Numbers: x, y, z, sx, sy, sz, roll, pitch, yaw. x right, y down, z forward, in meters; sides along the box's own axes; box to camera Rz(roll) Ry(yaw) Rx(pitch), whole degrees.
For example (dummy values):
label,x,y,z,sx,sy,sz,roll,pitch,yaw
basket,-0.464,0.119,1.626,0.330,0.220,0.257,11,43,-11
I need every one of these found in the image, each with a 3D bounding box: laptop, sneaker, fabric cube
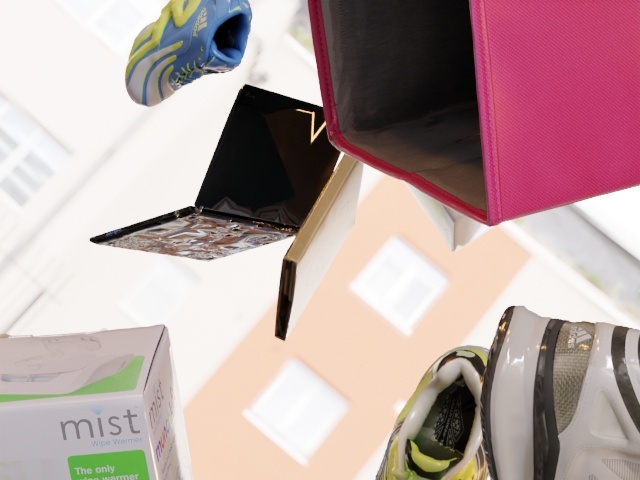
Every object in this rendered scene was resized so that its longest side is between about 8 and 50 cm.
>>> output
label,x,y,z,sx,sy,sz,roll,pitch,yaw
laptop,-0.119,-0.075,2.033,0.264,0.137,0.234,-16,-16,34
sneaker,-0.164,-0.235,2.038,0.091,0.240,0.126,16,36,-33
sneaker,0.297,0.249,1.490,0.257,0.169,0.447,5,-43,19
sneaker,0.099,0.288,1.753,0.145,0.385,0.147,13,-10,20
fabric cube,0.151,-0.183,1.038,0.259,0.258,0.254,-146,-135,-63

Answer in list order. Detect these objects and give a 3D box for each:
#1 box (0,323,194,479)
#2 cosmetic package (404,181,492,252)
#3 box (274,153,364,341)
label,x,y,z,sx,sy,sz,roll,pitch,yaw
box,-0.229,0.196,1.214,0.127,0.262,0.231,-82,167,-68
cosmetic package,0.188,-0.150,1.941,0.225,0.224,0.138,55,-6,16
box,0.000,0.000,1.941,0.021,0.201,0.164,22,-35,11
